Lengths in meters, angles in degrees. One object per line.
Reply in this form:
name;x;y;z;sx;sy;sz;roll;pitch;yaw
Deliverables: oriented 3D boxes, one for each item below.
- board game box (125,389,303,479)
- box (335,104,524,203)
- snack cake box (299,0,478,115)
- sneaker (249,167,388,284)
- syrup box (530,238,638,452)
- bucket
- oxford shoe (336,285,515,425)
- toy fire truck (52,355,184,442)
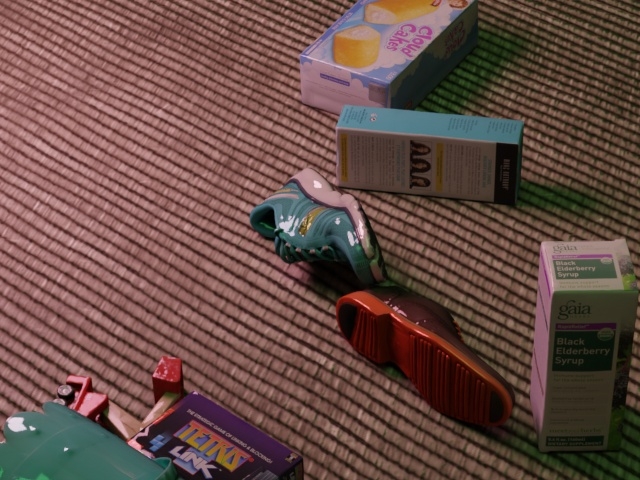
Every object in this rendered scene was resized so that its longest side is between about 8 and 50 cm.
board game box;-0.126;0.253;1.975;0.170;0.048;0.141;27;48;31
box;0.145;-0.115;2.384;0.244;0.100;0.060;6;39;9
snack cake box;0.103;-0.276;2.598;0.152;0.089;0.264;19;43;25
sneaker;0.000;0.000;2.242;0.110;0.107;0.275;-28;27;-15
syrup box;0.288;0.117;1.976;0.093;0.236;0.096;-1;38;-1
bucket;-0.239;0.312;1.742;0.183;0.281;0.281;22;44;23
oxford shoe;0.140;0.121;2.095;0.098;0.097;0.271;-24;43;-34
toy fire truck;-0.238;0.206;2.039;0.135;0.047;0.192;7;40;9
